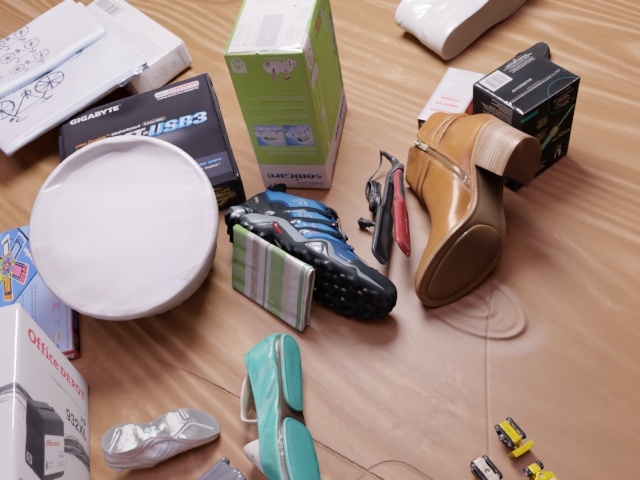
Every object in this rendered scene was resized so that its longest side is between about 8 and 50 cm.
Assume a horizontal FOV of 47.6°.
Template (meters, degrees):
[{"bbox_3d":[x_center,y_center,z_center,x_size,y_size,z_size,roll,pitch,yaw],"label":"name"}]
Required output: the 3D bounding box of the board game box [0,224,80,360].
[{"bbox_3d":[-0.460,0.084,1.149,0.145,0.027,0.281,-16,51,-3],"label":"board game box"}]

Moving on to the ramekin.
[{"bbox_3d":[-0.276,-0.009,1.075,0.273,0.127,0.272,0,74,2],"label":"ramekin"}]

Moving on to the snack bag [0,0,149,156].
[{"bbox_3d":[-0.540,-0.326,1.403,0.323,0.037,0.342,-37,53,-13],"label":"snack bag"}]

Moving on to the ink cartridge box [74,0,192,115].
[{"bbox_3d":[-0.449,-0.369,1.478,0.261,0.066,0.296,-41,55,-15],"label":"ink cartridge box"}]

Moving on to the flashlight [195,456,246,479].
[{"bbox_3d":[-0.190,0.383,0.810,0.304,0.103,0.103,-39,56,-19],"label":"flashlight"}]

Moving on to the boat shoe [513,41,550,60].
[{"bbox_3d":[0.369,-0.315,1.287,0.049,0.042,0.133,29,61,32],"label":"boat shoe"}]

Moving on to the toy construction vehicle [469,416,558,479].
[{"bbox_3d":[0.225,0.273,0.862,0.086,0.035,0.098,-26,54,-23],"label":"toy construction vehicle"}]

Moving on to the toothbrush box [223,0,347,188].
[{"bbox_3d":[-0.043,-0.251,1.163,0.122,0.283,0.206,1,53,14],"label":"toothbrush box"}]

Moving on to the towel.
[{"bbox_3d":[-0.070,0.051,1.047,0.152,0.113,0.023,30,38,32],"label":"towel"}]

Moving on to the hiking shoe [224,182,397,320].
[{"bbox_3d":[0.000,0.000,1.068,0.304,0.113,0.132,31,57,26],"label":"hiking shoe"}]

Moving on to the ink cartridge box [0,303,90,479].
[{"bbox_3d":[-0.371,0.266,0.861,0.129,0.223,0.307,-16,51,-2],"label":"ink cartridge box"}]

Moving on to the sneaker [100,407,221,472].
[{"bbox_3d":[-0.206,0.261,0.945,0.152,0.061,0.053,-7,41,-19],"label":"sneaker"}]

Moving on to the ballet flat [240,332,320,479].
[{"bbox_3d":[-0.058,0.236,0.926,0.087,0.083,0.247,-28,48,20],"label":"ballet flat"}]

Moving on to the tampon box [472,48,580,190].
[{"bbox_3d":[0.311,-0.185,1.118,0.120,0.161,0.101,-34,53,-17],"label":"tampon box"}]

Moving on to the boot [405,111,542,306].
[{"bbox_3d":[0.178,-0.061,1.077,0.220,0.109,0.283,36,104,56],"label":"boot"}]

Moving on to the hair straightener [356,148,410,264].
[{"bbox_3d":[0.089,-0.055,1.117,0.089,0.047,0.230,-22,45,24],"label":"hair straightener"}]

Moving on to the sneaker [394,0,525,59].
[{"bbox_3d":[0.278,-0.481,1.393,0.293,0.108,0.169,-38,58,-16],"label":"sneaker"}]

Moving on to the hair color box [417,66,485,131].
[{"bbox_3d":[0.227,-0.234,1.249,0.072,0.043,0.141,19,57,24],"label":"hair color box"}]

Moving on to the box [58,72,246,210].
[{"bbox_3d":[-0.303,-0.146,1.272,0.296,0.073,0.293,-17,52,-3],"label":"box"}]
